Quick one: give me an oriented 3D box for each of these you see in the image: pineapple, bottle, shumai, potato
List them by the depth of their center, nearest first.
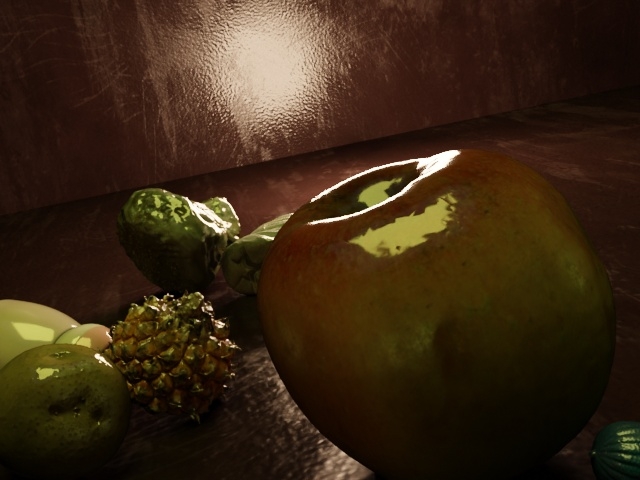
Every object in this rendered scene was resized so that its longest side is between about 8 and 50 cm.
[{"bbox_3d":[-0.314,0.197,0.804,0.157,0.157,0.194,-24,7,-40],"label":"potato"},{"bbox_3d":[-0.177,0.123,0.886,0.176,0.137,0.161,36,30,17],"label":"pineapple"},{"bbox_3d":[-0.368,0.168,0.968,0.236,0.148,0.147,6,21,22],"label":"bottle"},{"bbox_3d":[-0.253,-0.032,1.335,0.222,0.225,0.261,-49,-2,-25],"label":"shumai"}]

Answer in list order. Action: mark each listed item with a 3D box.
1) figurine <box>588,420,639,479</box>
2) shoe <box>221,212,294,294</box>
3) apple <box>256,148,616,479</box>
[{"bbox_3d":[0.305,0.183,0.616,0.136,0.079,0.077,-22,-22,-23],"label":"figurine"},{"bbox_3d":[0.000,0.000,1.310,0.342,0.132,0.210,-8,19,20],"label":"shoe"},{"bbox_3d":[0.113,0.079,0.704,0.338,0.305,0.338,-23,16,7],"label":"apple"}]
